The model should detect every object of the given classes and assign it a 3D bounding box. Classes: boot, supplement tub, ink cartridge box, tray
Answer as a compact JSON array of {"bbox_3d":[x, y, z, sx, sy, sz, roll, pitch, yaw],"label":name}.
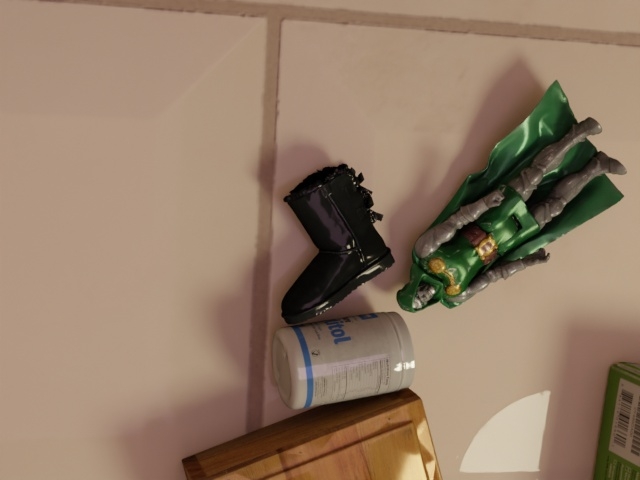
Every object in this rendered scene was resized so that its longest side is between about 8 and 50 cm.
[{"bbox_3d":[0.000,0.000,0.924,0.121,0.045,0.099,-33,109,-18],"label":"boot"},{"bbox_3d":[0.018,0.100,0.930,0.107,0.071,0.071,-8,100,-17],"label":"supplement tub"},{"bbox_3d":[0.397,0.223,1.056,0.255,0.097,0.188,5,96,-18],"label":"ink cartridge box"},{"bbox_3d":[0.037,0.351,0.972,0.203,0.076,0.410,-19,104,-14],"label":"tray"}]

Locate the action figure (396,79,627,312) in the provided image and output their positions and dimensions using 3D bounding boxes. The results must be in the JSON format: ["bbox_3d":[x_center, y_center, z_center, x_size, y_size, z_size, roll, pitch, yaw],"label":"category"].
[{"bbox_3d":[0.159,-0.014,0.967,0.232,0.063,0.137,-40,111,-5],"label":"action figure"}]
